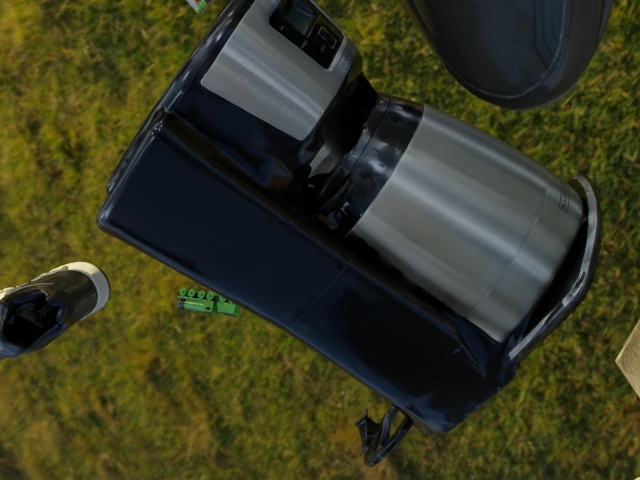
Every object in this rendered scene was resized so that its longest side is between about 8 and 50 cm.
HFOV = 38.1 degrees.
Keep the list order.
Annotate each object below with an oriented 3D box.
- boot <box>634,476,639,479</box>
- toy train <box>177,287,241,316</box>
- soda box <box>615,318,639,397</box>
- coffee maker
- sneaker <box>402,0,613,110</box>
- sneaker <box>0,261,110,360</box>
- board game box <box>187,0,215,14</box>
[{"bbox_3d":[0.308,0.341,0.856,0.090,0.248,0.207,15,169,40],"label":"boot"},{"bbox_3d":[-0.120,0.067,0.996,0.083,0.023,0.017,6,166,30],"label":"toy train"},{"bbox_3d":[0.248,0.108,0.562,0.053,0.169,0.060,11,119,-19],"label":"soda box"},{"bbox_3d":[0.000,0.000,0.399,0.178,0.120,0.171,32,101,-8],"label":"coffee maker"},{"bbox_3d":[0.023,-0.157,0.317,0.101,0.106,0.267,-9,117,38],"label":"sneaker"},{"bbox_3d":[-0.356,0.095,1.041,0.234,0.106,0.078,-23,99,15],"label":"sneaker"},{"bbox_3d":[-0.110,-0.265,0.681,0.170,0.048,0.141,49,157,-14],"label":"board game box"}]
